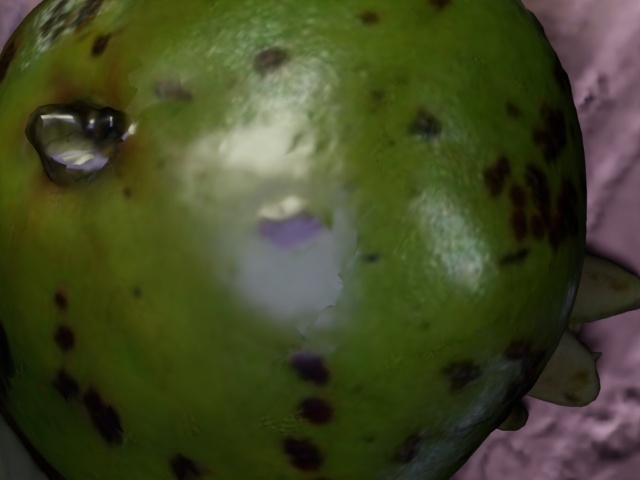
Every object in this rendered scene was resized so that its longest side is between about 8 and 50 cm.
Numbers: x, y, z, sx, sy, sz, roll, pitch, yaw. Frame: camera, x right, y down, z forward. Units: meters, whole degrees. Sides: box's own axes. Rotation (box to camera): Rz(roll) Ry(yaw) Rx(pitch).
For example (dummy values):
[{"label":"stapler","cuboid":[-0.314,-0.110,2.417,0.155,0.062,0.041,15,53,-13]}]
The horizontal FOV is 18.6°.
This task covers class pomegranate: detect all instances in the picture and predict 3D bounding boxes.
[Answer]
[{"label":"pomegranate","cuboid":[0.000,0.000,0.640,0.211,0.263,0.211,-16,63,34]}]

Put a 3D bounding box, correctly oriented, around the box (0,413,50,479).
[{"label":"box","cuboid":[-0.291,0.150,0.711,0.396,0.111,0.396,-22,121,13]}]
